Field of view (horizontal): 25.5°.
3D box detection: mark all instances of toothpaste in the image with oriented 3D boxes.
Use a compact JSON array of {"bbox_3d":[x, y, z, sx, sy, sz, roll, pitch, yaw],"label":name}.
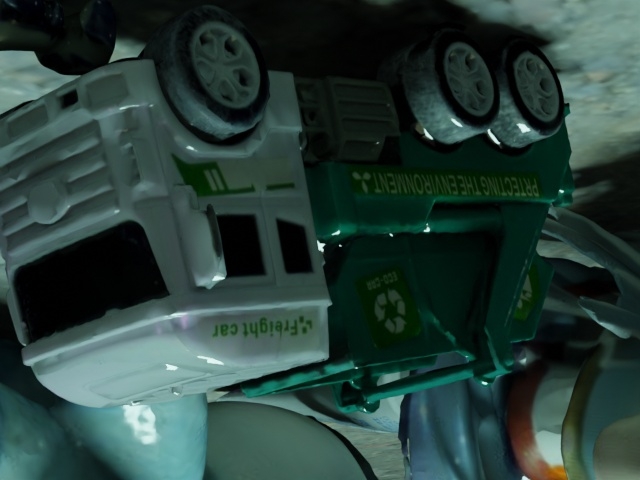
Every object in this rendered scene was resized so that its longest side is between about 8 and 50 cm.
[{"bbox_3d":[0.033,0.102,0.972,0.114,0.073,0.299,4,169,-25],"label":"toothpaste"}]

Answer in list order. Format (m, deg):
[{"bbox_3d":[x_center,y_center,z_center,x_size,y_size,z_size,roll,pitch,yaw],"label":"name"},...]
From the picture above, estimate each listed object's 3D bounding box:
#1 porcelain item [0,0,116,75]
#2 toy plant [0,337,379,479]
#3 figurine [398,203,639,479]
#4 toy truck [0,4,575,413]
[{"bbox_3d":[-0.126,-0.068,0.396,0.136,0.021,0.075,-3,164,-8],"label":"porcelain item"},{"bbox_3d":[-0.129,0.161,0.814,0.247,0.247,0.332,-14,149,29],"label":"toy plant"},{"bbox_3d":[0.236,0.047,0.590,0.277,0.248,0.388,4,171,-37],"label":"figurine"},{"bbox_3d":[0.000,0.000,0.464,0.110,0.116,0.216,-21,168,40],"label":"toy truck"}]
